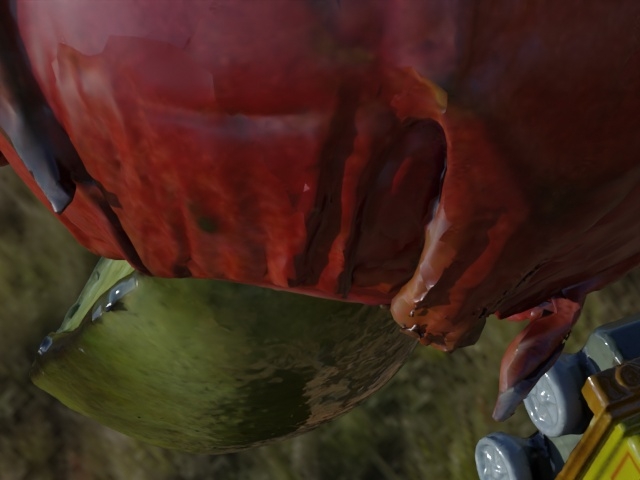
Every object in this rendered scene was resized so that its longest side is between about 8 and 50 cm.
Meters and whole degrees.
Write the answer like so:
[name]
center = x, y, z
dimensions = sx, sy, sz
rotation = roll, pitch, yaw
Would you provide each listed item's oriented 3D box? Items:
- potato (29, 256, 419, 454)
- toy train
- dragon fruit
[potato]
center = 0.000, 0.000, 1.219
dimensions = 0.330, 0.213, 0.280
rotation = -59, 8, -8
[toy train]
center = 0.148, 0.112, 0.936
dimensions = 0.089, 0.219, 0.127
rotation = -17, 62, -22
[dragon fruit]
center = 0.016, -0.103, 0.435
dimensions = 0.241, 0.241, 0.252
rotation = 11, 67, 44
